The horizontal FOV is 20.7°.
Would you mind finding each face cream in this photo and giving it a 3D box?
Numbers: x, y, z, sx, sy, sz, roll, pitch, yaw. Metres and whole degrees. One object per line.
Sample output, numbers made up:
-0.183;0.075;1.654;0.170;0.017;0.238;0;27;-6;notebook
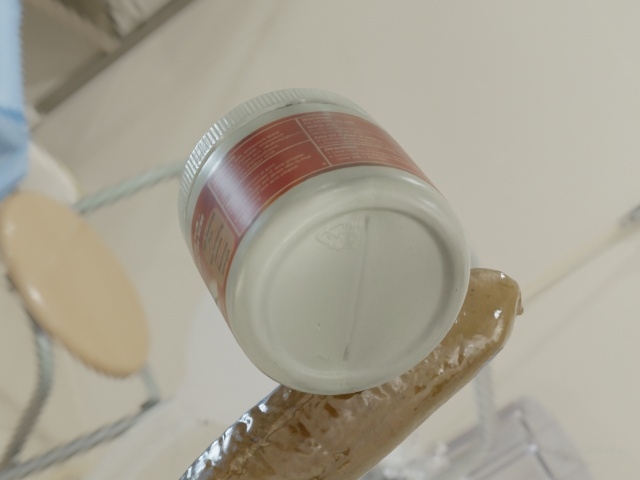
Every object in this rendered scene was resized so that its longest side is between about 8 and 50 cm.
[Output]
0.000;0.000;1.438;0.201;0.201;0.187;43;7;-34;face cream

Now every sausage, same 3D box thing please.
-0.004;0.196;1.715;0.136;0.501;0.123;47;1;-43;sausage
